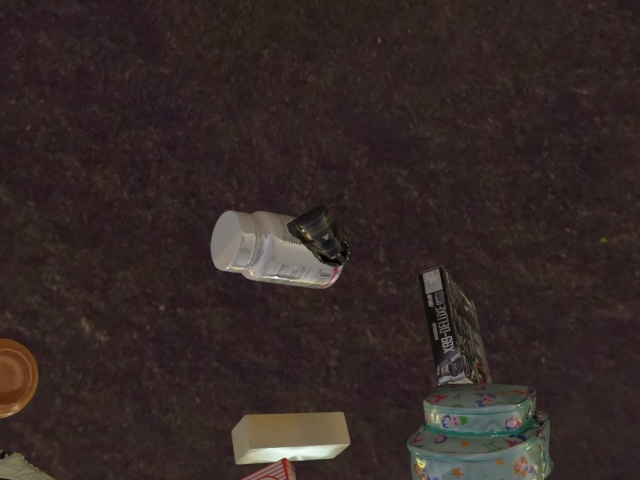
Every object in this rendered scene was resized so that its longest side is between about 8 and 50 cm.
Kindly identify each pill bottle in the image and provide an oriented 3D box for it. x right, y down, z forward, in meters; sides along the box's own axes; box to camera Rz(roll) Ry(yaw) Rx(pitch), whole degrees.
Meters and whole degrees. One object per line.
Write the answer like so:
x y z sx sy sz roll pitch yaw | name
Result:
-0.097 0.019 1.490 0.283 0.160 0.160 11 130 -37 | pill bottle

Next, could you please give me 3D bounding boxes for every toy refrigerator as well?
-0.073 0.482 1.592 0.270 0.094 0.102 6 140 -27 | toy refrigerator

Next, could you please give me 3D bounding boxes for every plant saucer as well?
-0.801 0.342 1.617 0.037 0.200 0.200 -18 129 36 | plant saucer

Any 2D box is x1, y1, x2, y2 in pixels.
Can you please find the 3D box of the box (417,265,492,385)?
0.355 0.250 1.673 0.077 0.307 0.242 -21 145 23 | box

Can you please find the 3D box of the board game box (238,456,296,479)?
-0.138 0.578 1.394 0.194 0.146 0.045 -28 125 5 | board game box

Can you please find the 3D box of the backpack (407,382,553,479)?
0.265 0.347 1.088 0.225 0.253 0.191 -5 96 31 | backpack

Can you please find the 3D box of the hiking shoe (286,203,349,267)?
0.000 0.000 1.173 0.086 0.227 0.114 -30 94 0 | hiking shoe

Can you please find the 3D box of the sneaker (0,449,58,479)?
-0.696 0.547 1.487 0.110 0.118 0.292 -24 147 15 | sneaker
